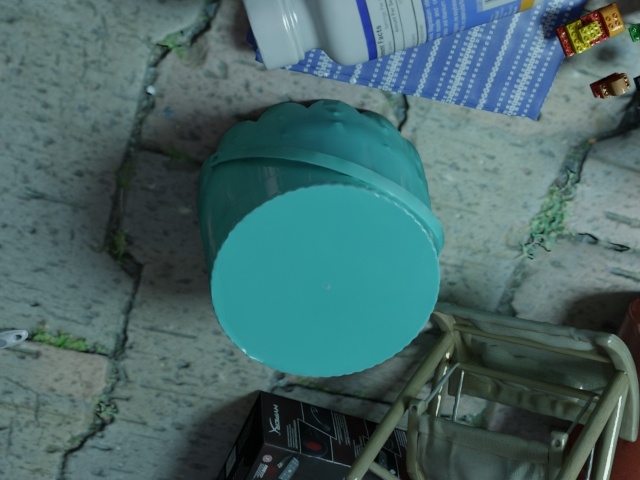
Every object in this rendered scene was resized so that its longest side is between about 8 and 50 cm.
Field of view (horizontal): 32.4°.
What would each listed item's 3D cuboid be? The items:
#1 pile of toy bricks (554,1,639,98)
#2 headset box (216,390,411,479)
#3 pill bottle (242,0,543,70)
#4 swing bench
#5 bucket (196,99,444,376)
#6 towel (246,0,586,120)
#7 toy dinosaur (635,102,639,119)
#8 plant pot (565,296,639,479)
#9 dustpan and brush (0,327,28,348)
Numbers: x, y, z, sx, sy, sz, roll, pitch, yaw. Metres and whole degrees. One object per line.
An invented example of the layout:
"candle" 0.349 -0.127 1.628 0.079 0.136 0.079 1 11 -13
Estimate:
"pile of toy bricks" 0.360 -0.220 1.118 0.212 0.105 0.118 -25 101 0
"headset box" 0.018 0.346 1.462 0.293 0.110 0.218 18 118 -16
"pill bottle" 0.061 -0.252 1.032 0.272 0.152 0.152 -17 122 2
"swing bench" 0.209 0.220 1.277 0.165 0.253 0.254 43 66 -45
"bucket" 0.000 0.000 1.202 0.281 0.183 0.281 -3 122 -4
"towel" 0.111 -0.266 1.142 0.336 0.040 0.243 11 118 -14
"toy dinosaur" 0.420 -0.151 1.194 0.268 0.118 0.064 -53 154 3
"plant pot" 0.439 0.225 1.357 0.273 0.272 0.265 9 112 -11
"dustpan and brush" -0.441 0.126 1.307 0.211 0.060 0.147 -18 122 5
